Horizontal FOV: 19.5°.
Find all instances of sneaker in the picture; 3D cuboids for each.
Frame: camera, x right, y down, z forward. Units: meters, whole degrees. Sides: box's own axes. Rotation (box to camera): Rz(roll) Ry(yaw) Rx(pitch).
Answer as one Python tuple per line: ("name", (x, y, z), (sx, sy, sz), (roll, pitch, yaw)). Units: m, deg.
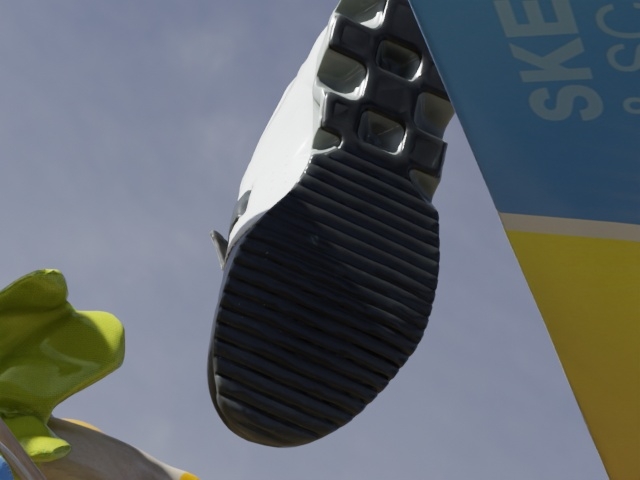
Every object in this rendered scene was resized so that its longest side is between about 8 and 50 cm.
("sneaker", (0.000, 0.000, 1.144), (0.122, 0.330, 0.146), (29, -36, -11))

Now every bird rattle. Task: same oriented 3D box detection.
("bird rattle", (-0.180, 0.137, 1.040), (0.207, 0.143, 0.253), (28, -37, -20))

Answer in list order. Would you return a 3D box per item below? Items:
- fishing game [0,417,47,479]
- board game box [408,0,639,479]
("fishing game", (-0.118, 0.067, 0.504), (0.189, 0.041, 0.264), (55, 0, -16))
("board game box", (0.160, -0.009, 0.360), (0.242, 0.064, 0.316), (1, -32, 22))
